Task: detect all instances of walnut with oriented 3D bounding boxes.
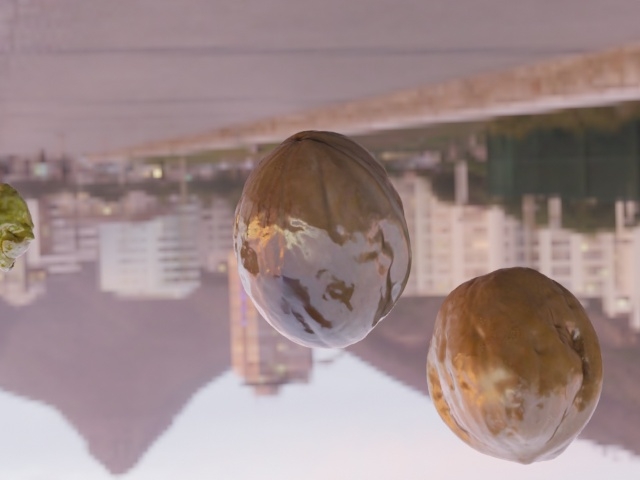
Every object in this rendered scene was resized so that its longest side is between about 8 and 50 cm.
[{"bbox_3d":[0.001,0.000,1.239,0.140,0.162,0.140,-25,-162,9],"label":"walnut"},{"bbox_3d":[0.159,0.104,1.367,0.149,0.166,0.166,-11,179,20],"label":"walnut"}]

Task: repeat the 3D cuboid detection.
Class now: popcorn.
[{"bbox_3d":[-0.252,-0.014,1.266,0.083,0.068,0.059,30,-172,40],"label":"popcorn"}]
